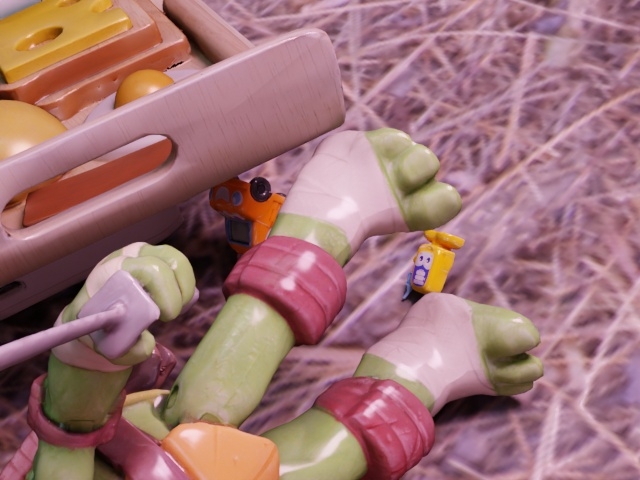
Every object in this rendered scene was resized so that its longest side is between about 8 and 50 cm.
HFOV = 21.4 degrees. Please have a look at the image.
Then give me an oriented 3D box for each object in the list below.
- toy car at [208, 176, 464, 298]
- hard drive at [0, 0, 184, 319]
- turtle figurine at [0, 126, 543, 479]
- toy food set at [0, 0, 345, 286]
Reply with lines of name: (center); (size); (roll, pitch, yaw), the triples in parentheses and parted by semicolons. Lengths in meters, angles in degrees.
toy car: (0.000, 0.000, 0.791); (0.122, 0.060, 0.040); (16, 85, 38)
hard drive: (-0.222, -0.061, 0.925); (0.203, 0.040, 0.307); (-26, 43, -9)
turtle figurine: (-0.008, 0.085, 0.613); (0.198, 0.274, 0.266); (41, 58, 4)
toy food set: (-0.140, -0.078, 0.779); (0.220, 0.092, 0.306); (-26, 28, -9)
